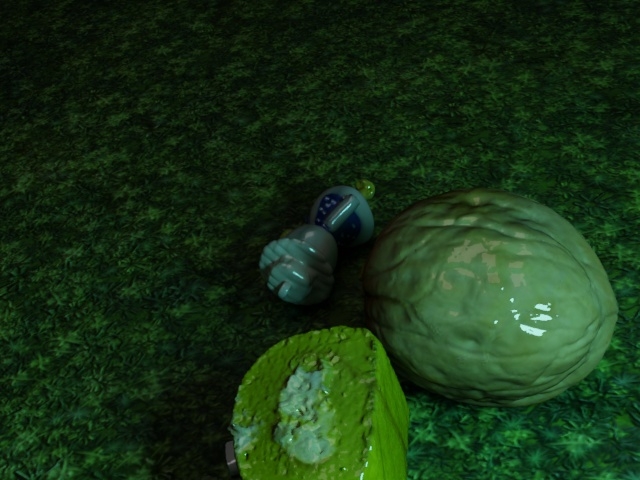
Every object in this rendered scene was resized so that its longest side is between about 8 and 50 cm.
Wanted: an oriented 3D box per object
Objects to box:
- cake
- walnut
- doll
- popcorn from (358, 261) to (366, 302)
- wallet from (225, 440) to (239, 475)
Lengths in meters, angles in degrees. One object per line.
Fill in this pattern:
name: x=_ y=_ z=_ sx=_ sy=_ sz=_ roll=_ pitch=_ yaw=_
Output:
cake: x=0.000 y=0.234 z=1.462 sx=0.179 sy=0.156 sz=0.260 roll=-12 pitch=39 yaw=19
walnut: x=0.205 y=0.075 z=1.553 sx=0.313 sy=0.277 sz=0.252 roll=8 pitch=67 yaw=24
doll: x=0.000 y=0.000 z=1.901 sx=0.138 sy=0.119 sz=0.293 roll=-46 pitch=5 yaw=41
popcorn: x=0.114 y=0.059 z=1.764 sx=0.106 sy=0.120 sz=0.116 roll=15 pitch=32 yaw=-19
wallet: x=-0.057 y=0.255 z=1.584 sx=0.122 sy=0.025 sz=0.061 roll=-14 pitch=24 yaw=-1
